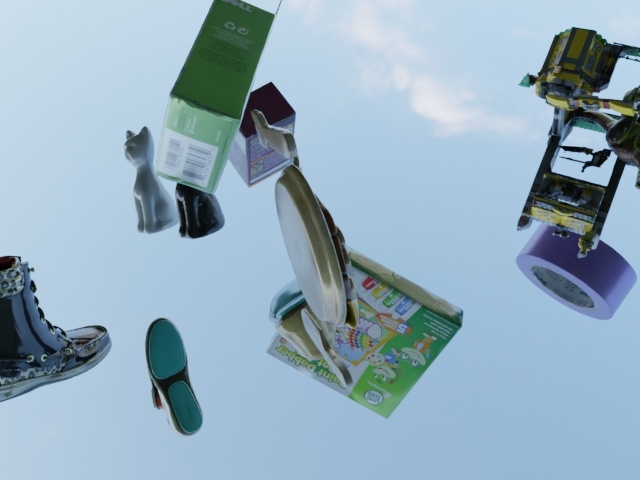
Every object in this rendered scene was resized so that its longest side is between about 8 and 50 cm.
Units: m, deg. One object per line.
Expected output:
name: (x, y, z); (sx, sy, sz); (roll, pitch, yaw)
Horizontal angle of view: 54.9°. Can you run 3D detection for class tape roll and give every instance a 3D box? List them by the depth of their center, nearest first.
tape roll: (0.450, 0.053, 1.094); (0.189, 0.189, 0.080); (32, -98, 36)

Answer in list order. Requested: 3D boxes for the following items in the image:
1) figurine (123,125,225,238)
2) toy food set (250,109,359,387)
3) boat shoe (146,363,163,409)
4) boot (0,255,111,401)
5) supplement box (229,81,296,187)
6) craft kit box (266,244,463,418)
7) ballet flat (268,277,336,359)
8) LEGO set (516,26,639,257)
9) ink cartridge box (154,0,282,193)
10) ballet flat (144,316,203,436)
figurine: (-0.295, -0.120, 1.189); (0.214, 0.210, 0.092); (5, -158, 37)
toy food set: (0.000, 0.000, 0.452); (0.038, 0.192, 0.132); (-18, -159, -12)
boat shoe: (-0.347, 0.296, 1.334); (0.043, 0.049, 0.137); (-14, -105, -1)
boot: (-0.392, 0.107, 0.856); (0.085, 0.179, 0.236); (9, -166, 29)
supplement box: (-0.112, -0.191, 1.142); (0.104, 0.188, 0.081); (-31, -106, -17)
craft kit box: (0.068, 0.154, 1.037); (0.249, 0.247, 0.061); (28, -146, -1)
ballet flat: (-0.021, 0.095, 0.749); (0.080, 0.073, 0.232); (-35, -175, 1)
LEGO set: (0.362, -0.071, 0.682); (0.331, 0.255, 0.192); (22, -102, 14)
ink cartridge box: (-0.094, -0.161, 0.596); (0.062, 0.109, 0.209); (19, -127, -11)
ballet flat: (-0.309, 0.281, 1.265); (0.086, 0.086, 0.249); (-15, -92, 2)
